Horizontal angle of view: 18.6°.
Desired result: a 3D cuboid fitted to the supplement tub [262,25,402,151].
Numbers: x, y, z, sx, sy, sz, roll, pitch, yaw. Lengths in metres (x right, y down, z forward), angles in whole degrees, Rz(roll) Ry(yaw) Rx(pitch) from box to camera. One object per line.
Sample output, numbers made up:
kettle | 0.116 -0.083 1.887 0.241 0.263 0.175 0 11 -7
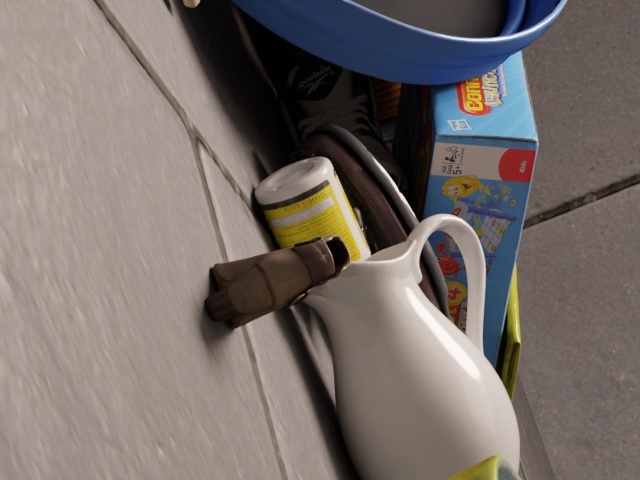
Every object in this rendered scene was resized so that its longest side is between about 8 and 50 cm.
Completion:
supplement tub | 0.037 -0.236 1.929 0.193 0.194 0.316 -103 169 -47

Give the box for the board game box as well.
board game box | 0.118 -0.045 1.774 0.302 0.086 0.308 -90 -174 -55

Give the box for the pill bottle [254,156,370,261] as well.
pill bottle | 0.000 0.000 1.504 0.065 0.065 0.116 -87 154 -72

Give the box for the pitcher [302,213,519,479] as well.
pitcher | 0.083 0.094 1.455 0.125 0.178 0.207 -22 -87 57

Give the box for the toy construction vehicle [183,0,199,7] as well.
toy construction vehicle | -0.117 -0.225 1.470 0.086 0.035 0.098 76 3 -47

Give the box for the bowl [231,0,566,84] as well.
bowl | 0.032 -0.287 1.655 0.391 0.077 0.391 19 43 -19

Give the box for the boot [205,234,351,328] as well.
boot | -0.023 0.021 1.211 0.118 0.087 0.042 -68 134 -79

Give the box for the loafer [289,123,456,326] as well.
loafer | 0.047 0.054 1.587 0.109 0.095 0.302 4 -55 60

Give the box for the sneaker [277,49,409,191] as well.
sneaker | 0.011 -0.103 1.759 0.235 0.094 0.153 -44 111 -82

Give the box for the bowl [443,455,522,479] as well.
bowl | 0.063 0.258 0.901 0.289 0.156 0.289 -21 90 -82

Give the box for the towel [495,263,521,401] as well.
towel | 0.164 0.036 1.781 0.102 0.021 0.237 91 0 -46
